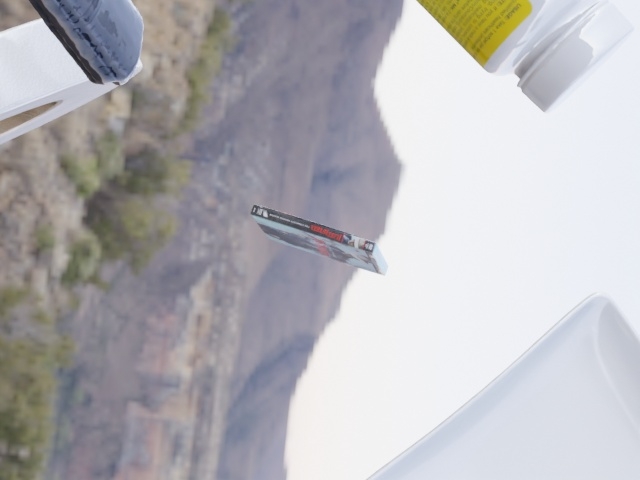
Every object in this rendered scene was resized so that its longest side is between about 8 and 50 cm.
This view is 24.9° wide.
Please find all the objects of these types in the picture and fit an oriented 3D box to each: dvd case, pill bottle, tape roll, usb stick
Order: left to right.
[{"bbox_3d":[-0.368,-0.125,1.446,0.392,0.392,0.072,-133,-160,-85],"label":"tape roll"},{"bbox_3d":[-0.194,-0.209,0.987,0.278,0.045,0.077,57,37,-53],"label":"usb stick"},{"bbox_3d":[0.000,0.000,1.321,0.087,0.120,0.013,58,50,-73],"label":"dvd case"},{"bbox_3d":[0.145,-0.209,1.169,0.119,0.208,0.119,-43,175,-5],"label":"pill bottle"}]

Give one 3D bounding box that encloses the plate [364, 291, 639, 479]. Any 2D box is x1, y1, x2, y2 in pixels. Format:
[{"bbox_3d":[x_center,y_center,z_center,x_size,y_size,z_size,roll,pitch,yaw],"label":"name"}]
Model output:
[{"bbox_3d":[0.184,0.226,1.085,0.278,0.277,0.045,53,-15,-5],"label":"plate"}]
